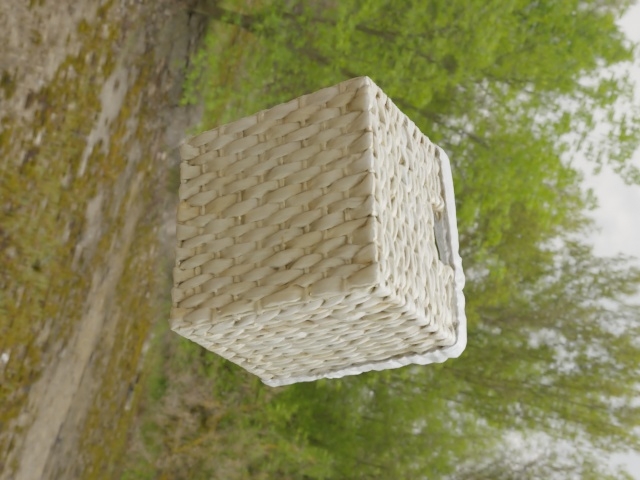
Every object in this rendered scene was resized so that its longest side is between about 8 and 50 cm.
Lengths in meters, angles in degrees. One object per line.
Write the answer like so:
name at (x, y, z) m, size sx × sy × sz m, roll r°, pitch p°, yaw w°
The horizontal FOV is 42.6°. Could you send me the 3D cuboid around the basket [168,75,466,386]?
basket at (0.000, 0.000, 1.140) m, size 0.266 × 0.331 × 0.328 m, roll 37°, pitch 45°, yaw -53°
